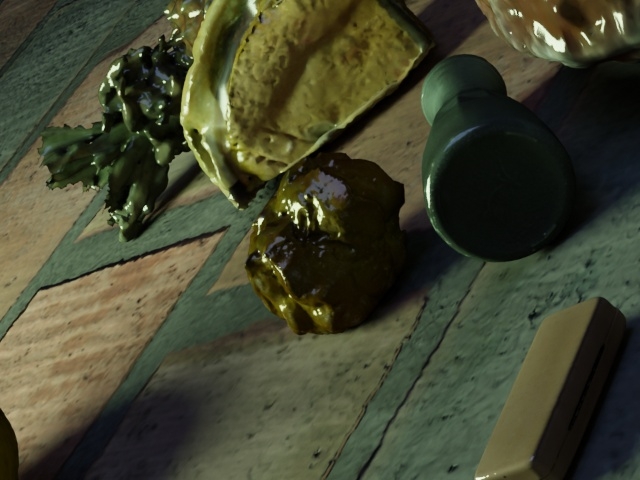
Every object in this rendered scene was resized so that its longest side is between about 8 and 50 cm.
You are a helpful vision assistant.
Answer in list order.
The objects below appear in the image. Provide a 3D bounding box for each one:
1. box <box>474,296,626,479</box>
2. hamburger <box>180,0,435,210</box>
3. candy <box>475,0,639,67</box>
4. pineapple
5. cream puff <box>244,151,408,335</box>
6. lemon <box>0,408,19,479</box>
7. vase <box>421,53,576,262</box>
[{"bbox_3d":[0.114,0.078,0.955,0.048,0.025,0.115,-29,24,47],"label":"box"},{"bbox_3d":[-0.033,-0.139,1.490,0.208,0.155,0.135,-47,15,10],"label":"hamburger"},{"bbox_3d":[0.186,-0.201,1.184,0.214,0.157,0.289,-26,16,7],"label":"candy"},{"bbox_3d":[-0.083,-0.158,1.628,0.361,0.175,0.175,-56,20,3],"label":"pineapple"},{"bbox_3d":[0.000,0.000,1.221,0.122,0.094,0.116,-26,29,30],"label":"cream puff"},{"bbox_3d":[-0.303,0.163,1.327,0.188,0.188,0.256,-50,17,-16],"label":"lemon"},{"bbox_3d":[0.098,-0.061,1.187,0.086,0.086,0.214,-39,16,11],"label":"vase"}]
